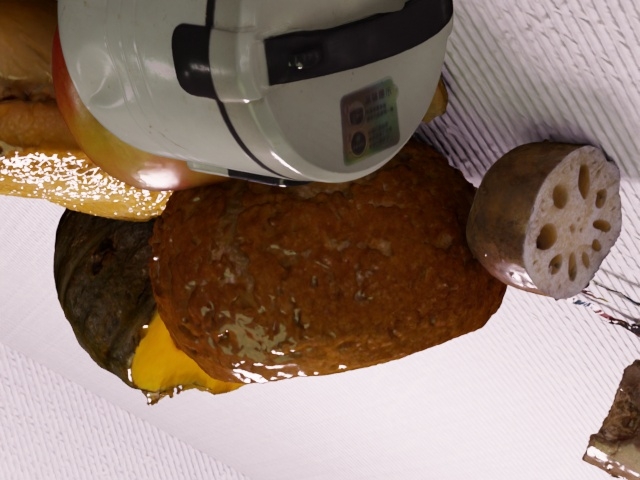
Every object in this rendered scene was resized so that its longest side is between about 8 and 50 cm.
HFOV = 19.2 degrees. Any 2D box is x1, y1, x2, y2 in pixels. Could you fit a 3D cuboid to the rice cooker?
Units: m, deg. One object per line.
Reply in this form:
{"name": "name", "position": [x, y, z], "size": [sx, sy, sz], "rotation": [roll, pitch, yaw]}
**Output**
{"name": "rice cooker", "position": [-0.035, -0.148, 1.261], "size": [0.244, 0.226, 0.226], "rotation": [7, 154, 41]}

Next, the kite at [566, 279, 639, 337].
{"name": "kite", "position": [0.297, 0.072, 1.763], "size": [0.285, 0.015, 0.152], "rotation": [25, 163, 6]}

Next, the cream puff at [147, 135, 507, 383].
{"name": "cream puff", "position": [0.000, 0.000, 1.600], "size": [0.303, 0.303, 0.212], "rotation": [6, 111, 51]}

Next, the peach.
{"name": "peach", "position": [-0.123, -0.140, 1.500], "size": [0.197, 0.197, 0.197], "rotation": [25, 163, 8]}

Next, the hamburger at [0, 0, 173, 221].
{"name": "hamburger", "position": [-0.254, -0.119, 1.694], "size": [0.314, 0.170, 0.290], "rotation": [11, 169, -32]}

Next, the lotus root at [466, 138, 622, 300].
{"name": "lotus root", "position": [0.175, -0.022, 1.497], "size": [0.081, 0.122, 0.112], "rotation": [26, 160, 39]}

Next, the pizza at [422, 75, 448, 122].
{"name": "pizza", "position": [0.026, -0.141, 1.482], "size": [0.175, 0.046, 0.134], "rotation": [37, 161, -31]}

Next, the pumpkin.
{"name": "pumpkin", "position": [-0.160, 0.040, 1.941], "size": [0.232, 0.242, 0.325], "rotation": [37, -168, 27]}

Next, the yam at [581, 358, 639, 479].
{"name": "yam", "position": [0.384, 0.202, 1.834], "size": [0.238, 0.128, 0.129], "rotation": [19, 135, 12]}
